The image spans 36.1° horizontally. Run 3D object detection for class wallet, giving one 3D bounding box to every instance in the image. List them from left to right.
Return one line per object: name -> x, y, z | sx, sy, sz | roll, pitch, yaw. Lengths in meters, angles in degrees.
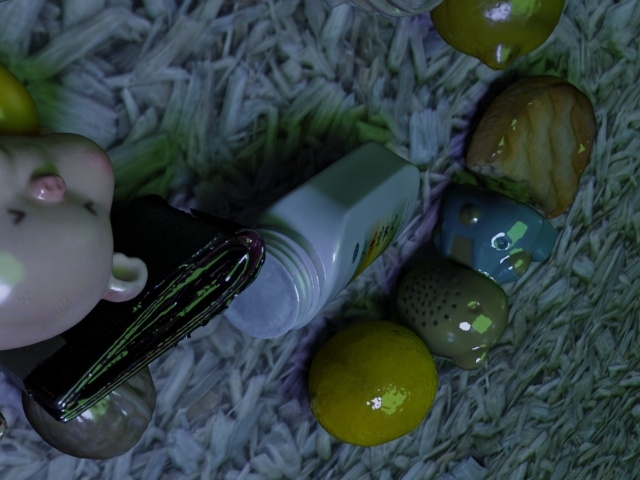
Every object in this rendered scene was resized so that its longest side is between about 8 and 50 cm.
wallet -> -0.209, 0.054, 1.000 | 0.262, 0.221, 0.071 | -42, 125, -21

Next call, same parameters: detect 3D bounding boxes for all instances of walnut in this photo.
walnut -> -0.254, 0.167, 1.081 | 0.140, 0.140, 0.162 | -48, 148, -16

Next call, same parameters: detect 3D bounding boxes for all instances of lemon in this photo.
lemon -> 0.071, 0.203, 1.397 | 0.203, 0.178, 0.178 | -13, 120, -29
lemon -> 0.227, -0.341, 1.265 | 0.184, 0.184, 0.248 | 4, 90, -46

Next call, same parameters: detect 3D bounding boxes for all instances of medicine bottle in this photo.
medicine bottle -> 0.000, 0.000, 1.170 | 0.324, 0.124, 0.179 | -35, 157, -56

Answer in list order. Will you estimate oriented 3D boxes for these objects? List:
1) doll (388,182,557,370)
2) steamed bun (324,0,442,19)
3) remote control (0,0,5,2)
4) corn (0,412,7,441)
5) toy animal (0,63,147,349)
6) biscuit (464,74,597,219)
doll -> 0.221, 0.055, 1.468 | 0.161, 0.177, 0.260 | 31, 85, -53
steamed bun -> 0.035, -0.331, 1.072 | 0.144, 0.218, 0.211 | -34, 141, 0
remote control -> -0.220, -0.314, 0.909 | 0.335, 0.066, 0.128 | -31, 128, -31
corn -> -0.422, 0.257, 1.004 | 0.237, 0.079, 0.079 | -50, 137, -10
toy animal -> -0.316, -0.023, 0.829 | 0.345, 0.247, 0.277 | -4, 111, -44
biscuit -> 0.336, -0.150, 1.539 | 0.213, 0.091, 0.274 | -54, 137, -5
